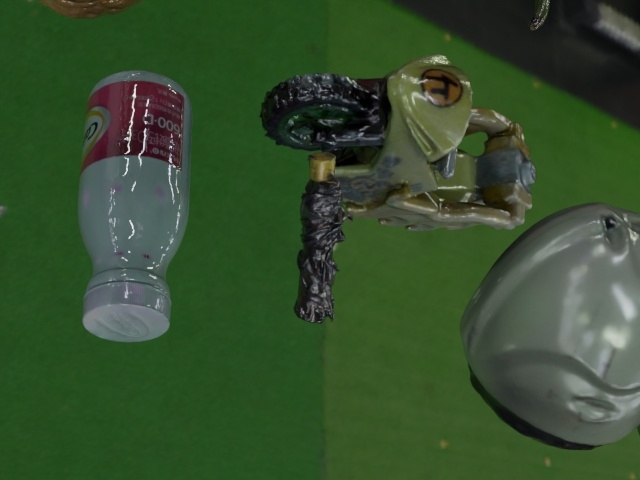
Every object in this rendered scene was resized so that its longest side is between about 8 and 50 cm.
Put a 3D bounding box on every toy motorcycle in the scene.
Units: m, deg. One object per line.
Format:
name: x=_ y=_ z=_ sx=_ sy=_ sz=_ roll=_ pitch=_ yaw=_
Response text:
toy motorcycle: x=0.113 y=-0.111 z=1.366 sx=0.410 sy=0.237 sz=0.168 roll=30 pitch=57 yaw=-56

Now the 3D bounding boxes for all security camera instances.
security camera: x=0.242 y=0.079 z=0.834 sx=0.277 sy=0.191 sz=0.197 roll=18 pitch=32 yaw=-16

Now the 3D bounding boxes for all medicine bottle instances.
medicine bottle: x=-0.151 y=-0.029 z=0.914 sx=0.090 sy=0.090 sz=0.216 roll=24 pitch=51 yaw=-36

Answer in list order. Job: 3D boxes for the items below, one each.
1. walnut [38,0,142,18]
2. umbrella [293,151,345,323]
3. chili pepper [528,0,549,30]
walnut: x=-0.269 y=-0.351 z=1.374 sx=0.184 sy=0.155 sz=0.155 roll=-21 pitch=91 yaw=-25
umbrella: x=0.000 y=0.000 z=0.908 sx=0.037 sy=0.040 sz=0.143 roll=-63 pitch=158 yaw=-65
chili pepper: x=0.167 y=-0.376 z=1.205 sx=0.137 sy=0.092 sz=0.368 roll=-32 pitch=67 yaw=-11
